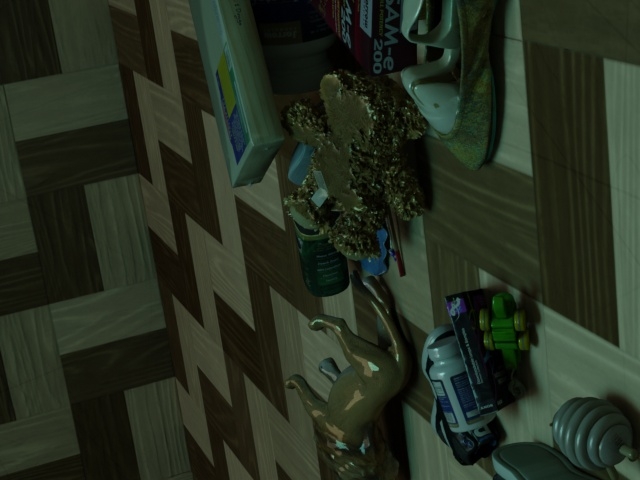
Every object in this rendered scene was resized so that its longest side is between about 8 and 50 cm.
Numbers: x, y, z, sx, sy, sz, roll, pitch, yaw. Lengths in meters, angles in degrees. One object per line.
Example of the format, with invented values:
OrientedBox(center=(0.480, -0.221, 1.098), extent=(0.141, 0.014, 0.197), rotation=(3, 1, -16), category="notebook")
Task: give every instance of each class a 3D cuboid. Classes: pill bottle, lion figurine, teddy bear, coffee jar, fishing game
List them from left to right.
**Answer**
OrientedBox(center=(-0.052, -0.370, 1.991), extent=(0.153, 0.153, 0.264), rotation=(-141, 40, -61), category="pill bottle")
OrientedBox(center=(0.000, 0.000, 2.130), extent=(0.096, 0.079, 0.184), rotation=(-110, 8, -46), category="coffee jar")
OrientedBox(center=(0.051, -0.113, 1.854), extent=(0.245, 0.113, 0.338), rotation=(25, 133, 32), category="teddy bear")
OrientedBox(center=(0.060, -0.027, 2.092), extent=(0.264, 0.041, 0.189), rotation=(-155, 51, -67), category="fishing game")
OrientedBox(center=(0.070, 0.249, 2.112), extent=(0.240, 0.142, 0.392), rotation=(52, 147, 29), category="lion figurine")
OrientedBox(center=(0.187, 0.192, 1.724), extent=(0.120, 0.067, 0.067), rotation=(69, 162, -6), category="pill bottle")

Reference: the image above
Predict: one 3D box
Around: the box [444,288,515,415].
OrientedBox(center=(0.213, 0.146, 1.690), extent=(0.116, 0.029, 0.162), rotation=(-2, -104, -70), category="box")

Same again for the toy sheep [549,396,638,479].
OrientedBox(center=(0.315, 0.224, 1.460), extent=(0.132, 0.091, 0.091), rotation=(16, 119, 54), category="toy sheep")

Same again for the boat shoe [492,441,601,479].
OrientedBox(center=(0.298, 0.337, 1.562), extent=(0.302, 0.114, 0.091), rotation=(-127, 27, -75), category="boat shoe")

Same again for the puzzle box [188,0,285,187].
OrientedBox(center=(-0.144, -0.305, 1.978), extent=(0.272, 0.052, 0.408), rotation=(136, 121, -75), category="puzzle box")

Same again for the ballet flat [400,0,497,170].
OrientedBox(center=(0.152, -0.233, 1.551), extent=(0.123, 0.123, 0.348), rotation=(-125, 28, -48), category="ballet flat")

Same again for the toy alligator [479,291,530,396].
OrientedBox(center=(0.244, 0.124, 1.653), extent=(0.189, 0.056, 0.051), rotation=(71, -155, -42), category="toy alligator")

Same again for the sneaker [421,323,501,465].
OrientedBox(center=(0.208, 0.226, 1.798), extent=(0.121, 0.079, 0.216), rotation=(49, 156, 48), category="sneaker")

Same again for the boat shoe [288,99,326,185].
OrientedBox(center=(0.013, -0.180, 2.008), extent=(0.302, 0.109, 0.094), rotation=(137, 137, -61), category="boat shoe")

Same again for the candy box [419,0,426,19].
OrientedBox(center=(0.117, -0.390, 1.638), extent=(0.109, 0.053, 0.186), rotation=(-122, 27, -45), category="candy box")

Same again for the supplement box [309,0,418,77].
OrientedBox(center=(0.050, -0.332, 1.683), extent=(0.239, 0.073, 0.130), rotation=(-123, 25, -46), category="supplement box")
